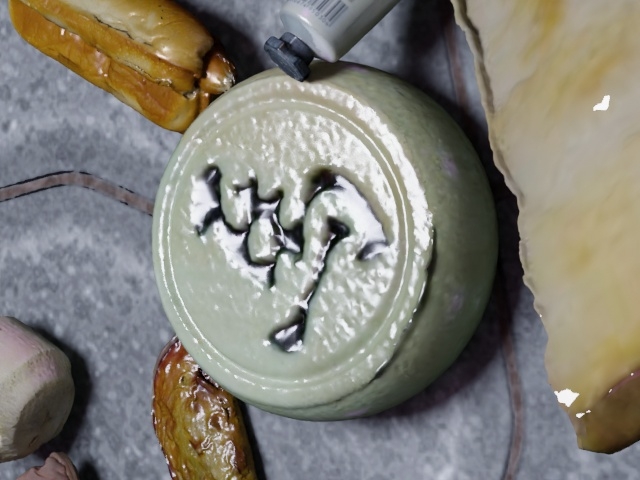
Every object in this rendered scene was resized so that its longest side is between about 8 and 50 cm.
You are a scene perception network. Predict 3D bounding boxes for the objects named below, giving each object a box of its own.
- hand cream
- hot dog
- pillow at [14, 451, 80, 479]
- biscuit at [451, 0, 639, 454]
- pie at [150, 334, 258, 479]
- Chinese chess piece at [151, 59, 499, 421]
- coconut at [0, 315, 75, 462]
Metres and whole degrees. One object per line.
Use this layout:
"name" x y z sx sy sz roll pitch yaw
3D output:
"hand cream" 0.051 -0.202 1.089 0.080 0.050 0.234 38 80 25
"hot dog" -0.147 -0.157 1.242 0.249 0.076 0.102 30 145 34
"pillow" -0.238 0.310 1.299 0.223 0.084 0.236 -37 69 29
"biscuit" 0.252 -0.159 0.880 0.446 0.104 0.429 -43 31 20
"pie" -0.086 0.156 1.232 0.088 0.033 0.191 -26 77 34
"Chinese chess piece" 0.000 0.000 1.134 0.250 0.101 0.250 0 91 32
"coconut" -0.263 0.112 1.297 0.124 0.110 0.110 27 105 25
